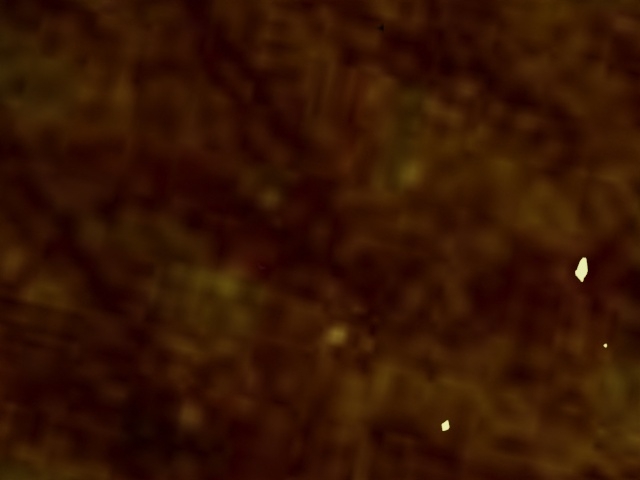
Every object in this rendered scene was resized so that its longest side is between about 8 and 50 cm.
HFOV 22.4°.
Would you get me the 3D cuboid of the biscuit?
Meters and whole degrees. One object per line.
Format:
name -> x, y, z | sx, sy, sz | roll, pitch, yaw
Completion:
biscuit -> 0.000, 0.000, 0.604 | 0.407, 0.407, 0.091 | 47, -2, 7
